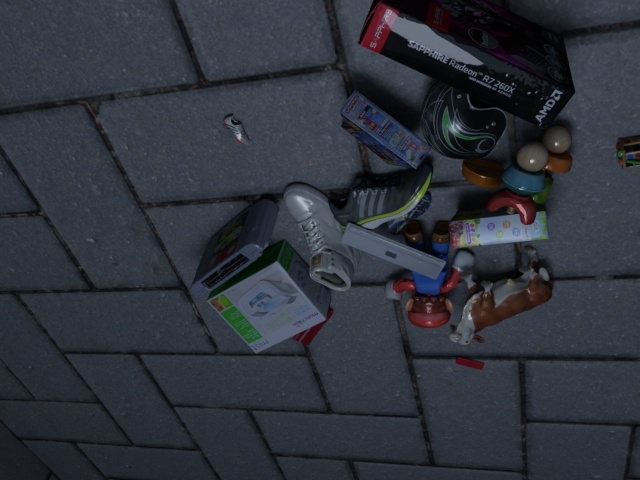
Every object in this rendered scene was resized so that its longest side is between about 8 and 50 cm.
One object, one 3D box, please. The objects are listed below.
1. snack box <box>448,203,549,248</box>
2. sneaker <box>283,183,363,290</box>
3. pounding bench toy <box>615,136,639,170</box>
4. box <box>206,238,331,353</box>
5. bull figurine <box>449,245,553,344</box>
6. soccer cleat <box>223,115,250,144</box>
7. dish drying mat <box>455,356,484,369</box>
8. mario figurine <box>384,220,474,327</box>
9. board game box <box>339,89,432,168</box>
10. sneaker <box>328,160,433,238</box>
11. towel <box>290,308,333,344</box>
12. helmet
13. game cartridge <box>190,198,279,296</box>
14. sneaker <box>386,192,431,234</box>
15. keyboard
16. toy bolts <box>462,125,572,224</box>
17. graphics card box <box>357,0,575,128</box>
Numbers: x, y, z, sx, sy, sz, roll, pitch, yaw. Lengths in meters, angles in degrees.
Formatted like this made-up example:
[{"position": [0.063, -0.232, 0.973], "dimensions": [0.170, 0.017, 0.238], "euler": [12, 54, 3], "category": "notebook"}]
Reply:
[{"position": [0.411, -0.038, 1.380], "dimensions": [0.207, 0.174, 0.070], "euler": [-5, 99, 20], "category": "snack box"}, {"position": [0.000, 0.000, 1.534], "dimensions": [0.108, 0.169, 0.292], "euler": [-26, 119, 35], "category": "sneaker"}, {"position": [0.657, -0.175, 1.254], "dimensions": [0.065, 0.083, 0.052], "euler": [-8, 129, 21], "category": "pounding bench toy"}, {"position": [-0.143, 0.163, 1.715], "dimensions": [0.262, 0.126, 0.231], "euler": [-28, 112, 23], "category": "box"}, {"position": [0.450, 0.147, 1.533], "dimensions": [0.310, 0.101, 0.188], "euler": [-24, 128, -7], "category": "bull figurine"}, {"position": [-0.196, -0.264, 1.442], "dimensions": [0.036, 0.029, 0.083], "euler": [-27, 115, 38], "category": "soccer cleat"}, {"position": [0.463, 0.380, 1.862], "dimensions": [0.083, 0.008, 0.032], "euler": [14, 133, 4], "category": "dish drying mat"}, {"position": [0.283, 0.089, 1.599], "dimensions": [0.198, 0.170, 0.320], "euler": [28, 134, 42], "category": "mario figurine"}, {"position": [0.119, -0.240, 1.299], "dimensions": [0.194, 0.194, 0.060], "euler": [37, 91, -16], "category": "board game box"}, {"position": [0.138, -0.109, 1.442], "dimensions": [0.300, 0.111, 0.121], "euler": [-32, 114, 33], "category": "sneaker"}, {"position": [-0.117, 0.218, 1.857], "dimensions": [0.275, 0.031, 0.199], "euler": [25, 133, -8], "category": "towel"}, {"position": [0.285, -0.254, 1.234], "dimensions": [0.162, 0.169, 0.169], "euler": [18, 134, -9], "category": "helmet"}, {"position": [-0.227, 0.014, 1.586], "dimensions": [0.060, 0.196, 0.294], "euler": [40, 129, -21], "category": "game cartridge"}, {"position": [0.212, -0.078, 1.485], "dimensions": [0.135, 0.058, 0.052], "euler": [-42, 140, 15], "category": "sneaker"}, {"position": [0.177, 0.027, 1.479], "dimensions": [0.256, 0.014, 0.072], "euler": [22, 142, 3], "category": "keyboard"}, {"position": [0.409, -0.163, 1.253], "dimensions": [0.218, 0.228, 0.158], "euler": [21, 124, 13], "category": "toy bolts"}, {"position": [0.266, -0.362, 1.089], "dimensions": [0.371, 0.232, 0.094], "euler": [24, 133, -6], "category": "graphics card box"}]
